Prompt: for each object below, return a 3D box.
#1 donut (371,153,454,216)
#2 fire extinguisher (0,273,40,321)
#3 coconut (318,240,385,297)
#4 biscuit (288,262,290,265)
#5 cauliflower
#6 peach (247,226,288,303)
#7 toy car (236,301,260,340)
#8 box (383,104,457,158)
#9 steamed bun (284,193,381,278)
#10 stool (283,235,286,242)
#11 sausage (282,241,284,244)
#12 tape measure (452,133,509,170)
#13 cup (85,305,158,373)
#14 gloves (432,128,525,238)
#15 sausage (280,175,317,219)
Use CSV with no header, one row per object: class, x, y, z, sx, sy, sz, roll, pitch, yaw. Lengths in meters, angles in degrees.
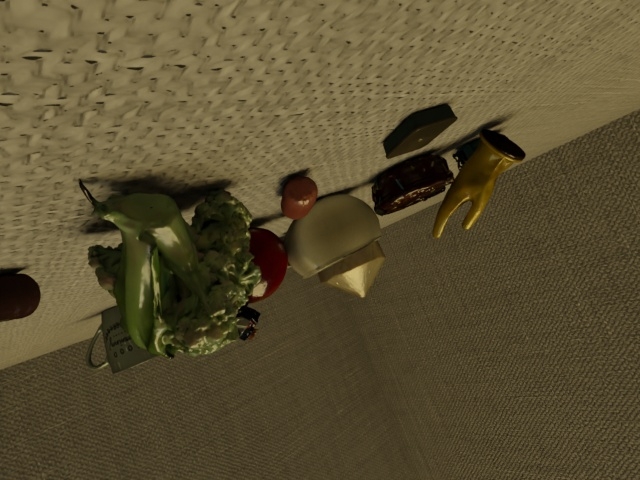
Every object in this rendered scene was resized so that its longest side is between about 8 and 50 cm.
donut,0.229,-0.142,1.081,0.216,0.095,0.230,-22,175,16
fire extinguisher,-0.481,0.094,0.544,0.071,0.099,0.231,-45,173,8
coconut,0.120,0.079,1.705,0.329,0.328,0.329,-22,175,-2
biscuit,-0.191,0.087,1.492,0.283,0.064,0.432,-5,-178,23
cauliflower,-0.197,0.025,0.553,0.239,0.256,0.315,-18,144,-9
peach,-0.169,0.051,1.021,0.198,0.197,0.197,-22,175,-2
toy car,-0.277,0.137,0.935,0.193,0.301,0.118,-46,-166,55
box,0.165,-0.184,0.713,0.091,0.031,0.126,-20,175,-17
steamed bun,0.022,-0.022,1.076,0.242,0.164,0.146,-25,176,-27
stool,0.002,0.009,1.398,0.228,0.153,0.139,-21,175,-5
sausage,-0.166,0.026,1.532,0.043,0.043,0.186,-23,174,17
tape measure,0.439,-0.229,1.126,0.146,0.080,0.125,-27,156,24
cup,-0.759,0.372,1.577,0.258,0.233,0.186,-22,175,-16
gloves,0.369,-0.123,1.057,0.133,0.116,0.294,-42,164,-52
sausage,-0.042,-0.077,0.790,0.062,0.062,0.154,-21,176,-10
